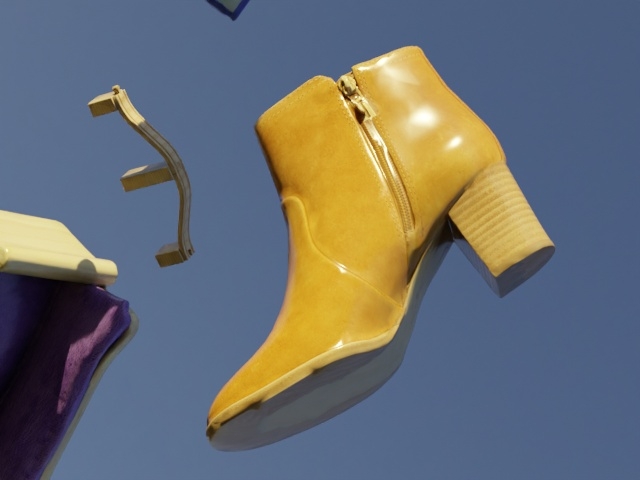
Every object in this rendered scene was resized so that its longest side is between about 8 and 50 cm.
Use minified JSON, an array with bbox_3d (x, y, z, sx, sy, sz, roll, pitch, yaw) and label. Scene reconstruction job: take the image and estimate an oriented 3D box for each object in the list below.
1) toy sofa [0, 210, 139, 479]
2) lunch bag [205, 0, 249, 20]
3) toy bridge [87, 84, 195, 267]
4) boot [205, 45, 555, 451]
[{"bbox_3d":[-0.351,0.158,1.620,0.177,0.150,0.363,42,-70,38],"label":"toy sofa"},{"bbox_3d":[-0.094,-0.285,1.445,0.129,0.151,0.096,37,-37,-9],"label":"lunch bag"},{"bbox_3d":[-0.164,-0.065,1.548,0.063,0.026,0.188,-12,-69,27],"label":"toy bridge"},{"bbox_3d":[0.001,-0.001,1.146,0.211,0.295,0.104,54,-10,23],"label":"boot"}]
